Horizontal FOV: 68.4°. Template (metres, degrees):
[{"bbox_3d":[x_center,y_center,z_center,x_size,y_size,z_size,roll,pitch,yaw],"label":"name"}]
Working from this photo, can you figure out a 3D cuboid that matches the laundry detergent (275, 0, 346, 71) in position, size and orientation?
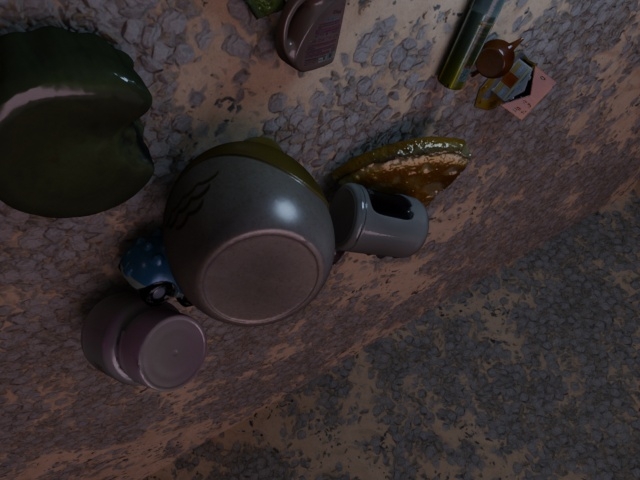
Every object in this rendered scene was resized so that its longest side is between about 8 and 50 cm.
[{"bbox_3d":[-0.020,-0.482,0.998,0.171,0.076,0.237,-33,153,-34],"label":"laundry detergent"}]

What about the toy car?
[{"bbox_3d":[-0.422,0.067,1.322,0.255,0.188,0.190,16,108,-54],"label":"toy car"}]

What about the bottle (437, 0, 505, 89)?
[{"bbox_3d":[0.414,-0.558,1.286,0.082,0.082,0.286,-13,143,-28],"label":"bottle"}]

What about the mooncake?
[{"bbox_3d":[-0.483,-0.210,0.889,0.351,0.187,0.351,-30,154,-16],"label":"mooncake"}]

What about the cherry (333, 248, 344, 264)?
[{"bbox_3d":[-0.008,-0.003,1.578,0.195,0.195,0.195,-22,146,-16],"label":"cherry"}]

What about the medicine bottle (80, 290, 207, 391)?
[{"bbox_3d":[-0.505,0.290,1.357,0.256,0.325,0.255,-8,101,-49],"label":"medicine bottle"}]

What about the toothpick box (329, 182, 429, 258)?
[{"bbox_3d":[0.195,-0.043,1.485,0.317,0.229,0.229,9,131,-26],"label":"toothpick box"}]

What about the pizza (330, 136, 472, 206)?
[{"bbox_3d":[0.266,-0.189,1.589,0.440,0.130,0.406,-10,149,3],"label":"pizza"}]

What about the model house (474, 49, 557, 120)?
[{"bbox_3d":[0.646,-0.478,1.542,0.207,0.135,0.219,4,133,-46],"label":"model house"}]

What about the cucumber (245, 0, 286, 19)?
[{"bbox_3d":[-0.138,-0.524,0.897,0.078,0.062,0.211,-22,157,10],"label":"cucumber"}]

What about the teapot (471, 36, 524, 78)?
[{"bbox_3d":[0.520,-0.540,1.394,0.116,0.116,0.173,-8,167,-34],"label":"teapot"}]

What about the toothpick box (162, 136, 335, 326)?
[{"bbox_3d":[-0.175,-0.035,1.170,0.409,0.425,0.408,-10,130,-12],"label":"toothpick box"}]
